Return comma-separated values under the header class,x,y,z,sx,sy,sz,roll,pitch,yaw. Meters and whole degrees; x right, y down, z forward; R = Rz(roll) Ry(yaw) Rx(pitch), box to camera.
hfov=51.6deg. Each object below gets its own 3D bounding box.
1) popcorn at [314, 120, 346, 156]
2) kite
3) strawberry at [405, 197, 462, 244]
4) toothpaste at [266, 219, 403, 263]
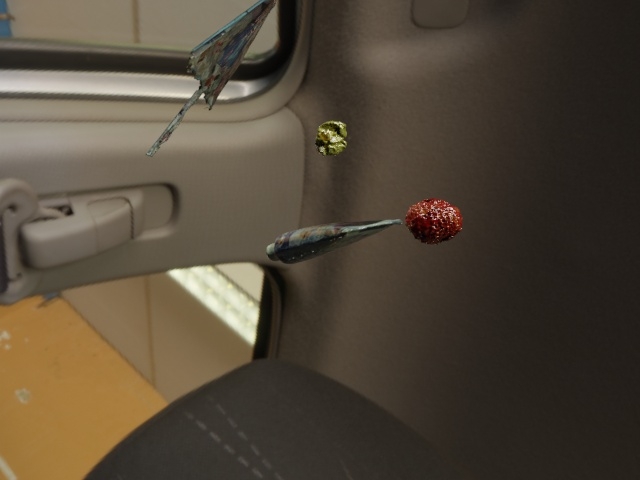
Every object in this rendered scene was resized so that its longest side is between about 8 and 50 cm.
class,x,y,z,sx,sy,sz,roll,pitch,yaw
popcorn,0.019,-0.206,1.333,0.083,0.059,0.068,-61,-147,38
kite,-0.172,-0.283,1.107,0.014,0.368,0.406,38,-2,-4
strawberry,0.195,-0.031,1.122,0.096,0.083,0.083,-12,-74,36
toothpaste,0.000,0.000,0.708,0.216,0.062,0.037,-14,-90,58
